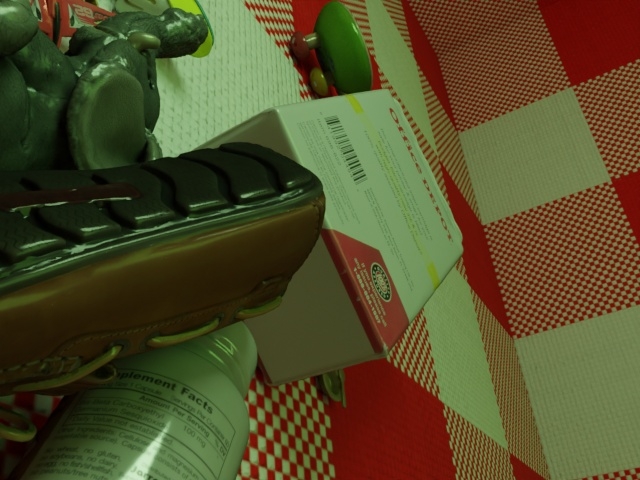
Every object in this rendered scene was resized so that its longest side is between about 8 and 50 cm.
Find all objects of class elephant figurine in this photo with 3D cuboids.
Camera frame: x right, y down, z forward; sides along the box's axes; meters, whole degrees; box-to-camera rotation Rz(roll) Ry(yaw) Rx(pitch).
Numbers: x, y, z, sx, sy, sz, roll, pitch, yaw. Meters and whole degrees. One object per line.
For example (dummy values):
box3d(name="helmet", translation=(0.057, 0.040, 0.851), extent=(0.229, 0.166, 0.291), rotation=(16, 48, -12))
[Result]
box3d(name="elephant figurine", translation=(-0.179, -0.093, 0.460), extent=(0.169, 0.186, 0.239), rotation=(52, 20, 28))

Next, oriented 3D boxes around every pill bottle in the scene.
box3d(name="pill bottle", translation=(-0.120, 0.144, 0.439), extent=(0.131, 0.131, 0.229), rotation=(60, 24, -23))

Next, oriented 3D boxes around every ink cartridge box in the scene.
box3d(name="ink cartridge box", translation=(0.026, -0.030, 0.844), extent=(0.279, 0.160, 0.385), rotation=(65, 28, -3))

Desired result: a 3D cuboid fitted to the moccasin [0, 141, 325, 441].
box3d(name="moccasin", translation=(-0.160, 0.033, 0.364), extent=(0.380, 0.139, 0.147), rotation=(-19, 131, -49))

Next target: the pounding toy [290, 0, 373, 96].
box3d(name="pounding toy", translation=(0.009, -0.334, 1.248), extent=(0.237, 0.110, 0.183), rotation=(96, -31, -71))

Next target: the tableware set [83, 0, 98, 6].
box3d(name="tableware set", translation=(-0.268, -0.257, 0.596), extent=(0.154, 0.024, 0.104), rotation=(25, 49, -61))

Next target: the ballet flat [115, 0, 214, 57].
box3d(name="ballet flat", translation=(-0.210, -0.295, 0.720), extent=(0.231, 0.077, 0.077), rotation=(58, 45, -19))

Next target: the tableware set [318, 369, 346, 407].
box3d(name="tableware set", translation=(-0.005, 0.134, 0.868), extent=(0.168, 0.020, 0.141), rotation=(51, 28, -39))

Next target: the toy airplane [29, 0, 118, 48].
box3d(name="toy airplane", translation=(-0.242, -0.228, 0.577), extent=(0.151, 0.028, 0.151), rotation=(-16, 110, -55))
